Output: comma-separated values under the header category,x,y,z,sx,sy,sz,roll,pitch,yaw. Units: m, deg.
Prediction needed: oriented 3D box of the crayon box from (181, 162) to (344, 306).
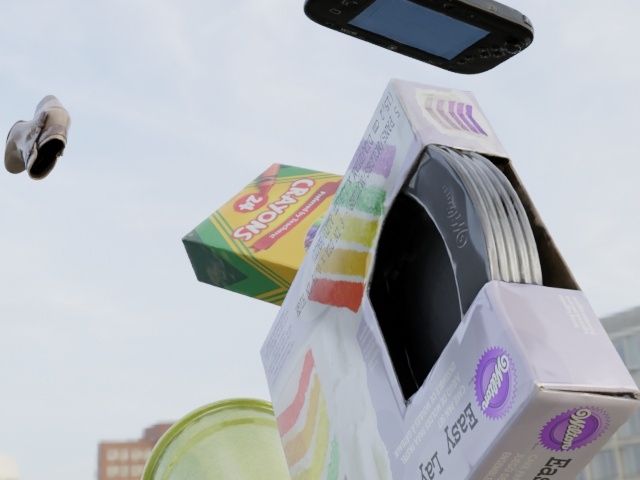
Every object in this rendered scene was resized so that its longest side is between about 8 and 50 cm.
category,x,y,z,sx,sy,sz,roll,pitch,yaw
crayon box,0.000,0.000,1.399,0.318,0.202,0.081,13,-47,38

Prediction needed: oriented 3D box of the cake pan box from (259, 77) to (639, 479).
category,x,y,z,sx,sy,sz,roll,pitch,yaw
cake pan box,0.054,0.073,0.631,0.070,0.245,0.267,6,-47,-25

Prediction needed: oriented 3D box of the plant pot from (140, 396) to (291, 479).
category,x,y,z,sx,sy,sz,roll,pitch,yaw
plant pot,-0.086,0.370,1.395,0.276,0.276,0.254,2,5,-16

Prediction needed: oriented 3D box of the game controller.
category,x,y,z,sx,sy,sz,roll,pitch,yaw
game controller,0.138,-0.308,1.493,0.319,0.067,0.166,15,-30,-26

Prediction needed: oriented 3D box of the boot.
category,x,y,z,sx,sy,sz,roll,pitch,yaw
boot,-0.288,-0.090,1.077,0.042,0.087,0.118,18,-56,-30
